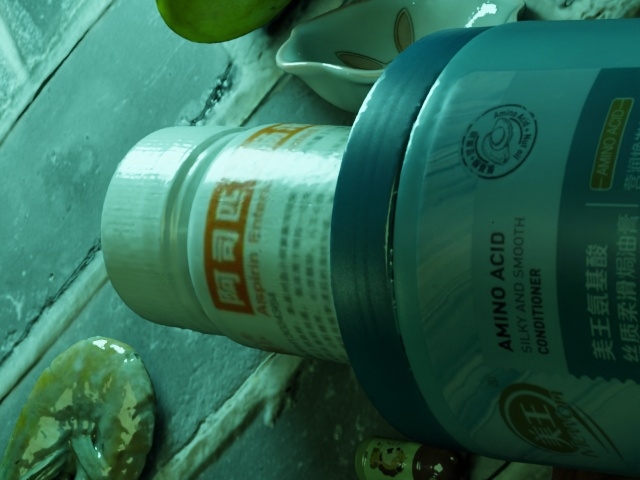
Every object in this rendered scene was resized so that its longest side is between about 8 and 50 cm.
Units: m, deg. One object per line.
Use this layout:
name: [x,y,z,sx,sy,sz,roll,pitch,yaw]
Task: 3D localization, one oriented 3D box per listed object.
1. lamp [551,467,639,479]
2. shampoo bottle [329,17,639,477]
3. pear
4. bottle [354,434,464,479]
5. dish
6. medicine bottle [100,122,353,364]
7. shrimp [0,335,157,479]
lamp: [0.246,0.257,1.294,0.215,0.151,0.223,-63,8,-6]
shampoo bottle: [0.241,0.005,1.216,0.343,0.331,0.331,3,84,38]
pear: [-0.098,-0.297,1.653,0.200,0.200,0.200,-8,77,39]
bottle: [0.081,0.196,1.498,0.101,0.047,0.063,0,91,38]
dish: [0.077,-0.153,1.498,0.229,0.229,0.081,11,122,41]
medicine bottle: [0.000,0.000,1.494,0.371,0.211,0.211,6,86,40]
shrimp: [-0.268,0.248,1.766,0.168,0.077,0.317,32,100,36]
